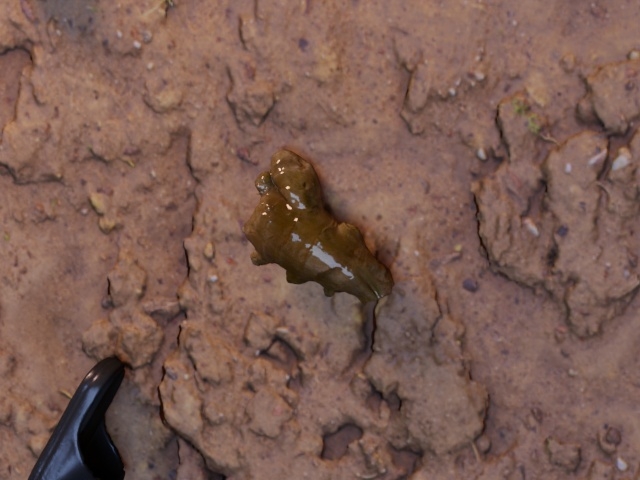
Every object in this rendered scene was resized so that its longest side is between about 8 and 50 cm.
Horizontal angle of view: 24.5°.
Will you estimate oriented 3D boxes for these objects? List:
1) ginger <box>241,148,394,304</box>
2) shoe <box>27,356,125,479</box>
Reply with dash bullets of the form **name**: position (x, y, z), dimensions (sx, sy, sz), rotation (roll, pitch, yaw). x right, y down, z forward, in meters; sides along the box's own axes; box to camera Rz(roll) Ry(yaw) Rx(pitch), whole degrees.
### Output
- **ginger**: position (-0.014, 0.003, 1.667), dimensions (0.115, 0.081, 0.205), rotation (-38, 85, -12)
- **shoe**: position (-0.279, 0.261, 1.784), dimensions (0.093, 0.108, 0.241), rotation (29, 106, 8)
